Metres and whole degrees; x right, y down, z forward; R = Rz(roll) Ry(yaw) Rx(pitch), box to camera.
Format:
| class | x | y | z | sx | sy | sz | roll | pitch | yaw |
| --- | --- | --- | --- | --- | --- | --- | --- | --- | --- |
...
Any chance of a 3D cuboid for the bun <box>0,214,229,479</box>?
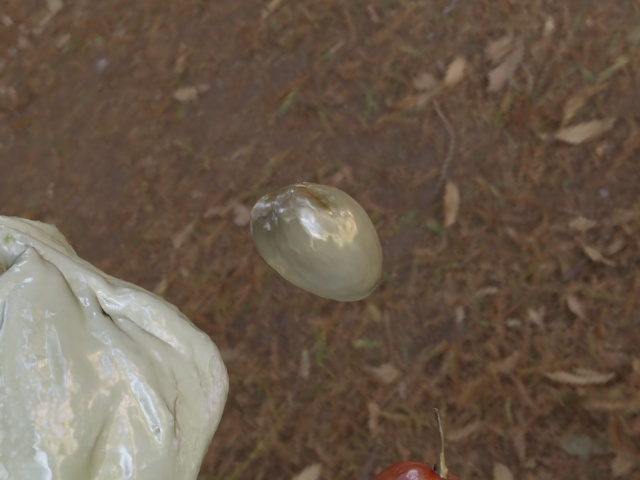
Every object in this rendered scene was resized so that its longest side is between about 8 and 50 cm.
| class | x | y | z | sx | sy | sz | roll | pitch | yaw |
| --- | --- | --- | --- | --- | --- | --- | --- | --- | --- |
| bun | -0.156 | 0.063 | 0.566 | 0.231 | 0.133 | 0.231 | 5 | 31 | -3 |

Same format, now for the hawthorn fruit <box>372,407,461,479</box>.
| class | x | y | z | sx | sy | sz | roll | pitch | yaw |
| --- | --- | --- | --- | --- | --- | --- | --- | --- | --- |
| hawthorn fruit | 0.107 | 0.288 | 1.218 | 0.162 | 0.162 | 0.204 | 16 | 71 | 46 |

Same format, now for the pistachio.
| class | x | y | z | sx | sy | sz | roll | pitch | yaw |
| --- | --- | --- | --- | --- | --- | --- | --- | --- | --- |
| pistachio | 0.000 | 0.000 | 1.193 | 0.113 | 0.149 | 0.113 | -43 | 8 | 8 |
